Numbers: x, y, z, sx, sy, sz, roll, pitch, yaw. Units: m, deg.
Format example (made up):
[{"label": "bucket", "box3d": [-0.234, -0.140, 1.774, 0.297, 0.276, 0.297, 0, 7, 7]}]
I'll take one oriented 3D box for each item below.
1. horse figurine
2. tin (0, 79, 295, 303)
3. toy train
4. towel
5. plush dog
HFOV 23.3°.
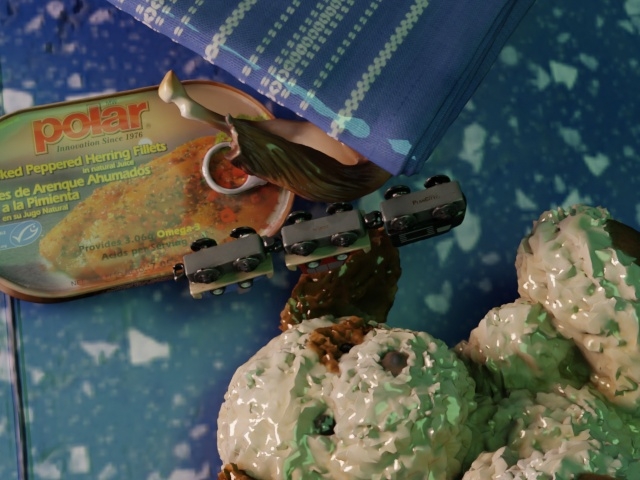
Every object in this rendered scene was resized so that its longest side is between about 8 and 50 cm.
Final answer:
[{"label": "horse figurine", "box3d": [0.019, -0.108, 0.872, 0.174, 0.066, 0.263, 29, 53, -10]}, {"label": "tin", "box3d": [-0.107, -0.027, 0.849, 0.189, 0.040, 0.106, -11, 85, -18]}, {"label": "toy train", "box3d": [0.000, 0.000, 0.813, 0.158, 0.036, 0.027, -15, 59, 7]}, {"label": "towel", "box3d": [-0.043, -0.190, 0.847, 0.336, 0.040, 0.243, 31, 53, 3]}, {"label": "plush dog", "box3d": [0.058, 0.110, 0.812, 0.225, 0.211, 0.262, 16, 44, 3]}]
